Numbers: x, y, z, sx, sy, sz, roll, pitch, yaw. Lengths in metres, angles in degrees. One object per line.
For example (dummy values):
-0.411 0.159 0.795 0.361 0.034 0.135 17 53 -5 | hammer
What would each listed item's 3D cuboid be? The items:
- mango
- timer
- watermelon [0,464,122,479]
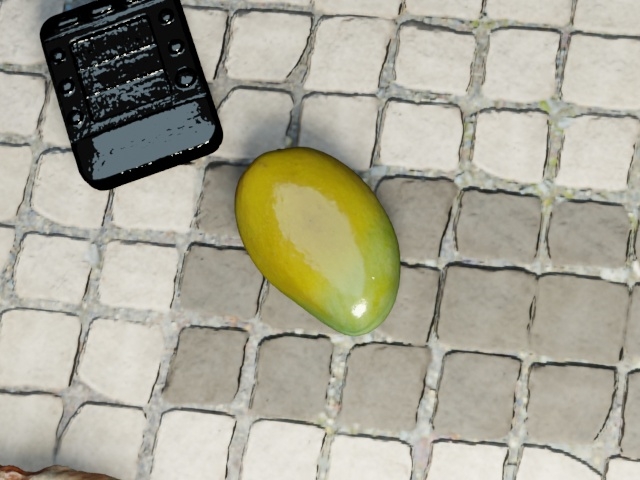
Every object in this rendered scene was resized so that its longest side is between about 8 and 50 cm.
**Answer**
0.000 0.000 1.755 0.130 0.092 0.194 -26 71 -3 | mango
-0.183 -0.150 1.870 0.144 0.055 0.187 -19 70 3 | timer
-0.244 0.289 1.670 0.257 0.140 0.193 17 76 25 | watermelon
